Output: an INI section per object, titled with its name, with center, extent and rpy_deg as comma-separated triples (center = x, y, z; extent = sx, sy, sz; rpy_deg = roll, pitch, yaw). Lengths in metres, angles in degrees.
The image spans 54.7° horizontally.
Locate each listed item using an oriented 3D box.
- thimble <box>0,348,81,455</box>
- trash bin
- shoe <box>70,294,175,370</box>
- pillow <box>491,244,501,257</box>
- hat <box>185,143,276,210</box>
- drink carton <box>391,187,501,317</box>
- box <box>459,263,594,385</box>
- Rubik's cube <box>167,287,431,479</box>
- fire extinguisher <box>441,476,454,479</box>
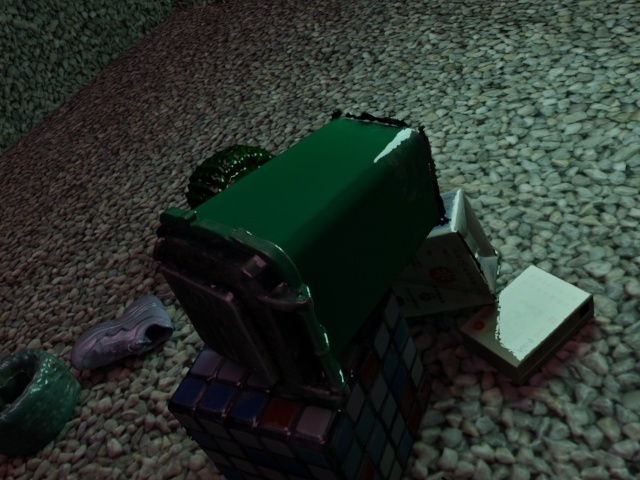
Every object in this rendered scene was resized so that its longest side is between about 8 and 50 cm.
[thimble]
center = -0.652, 0.355, 1.368
extent = 0.235, 0.143, 0.198
rpy_deg = -38, 41, -14
[trash bin]
center = 0.000, 0.000, 0.871
extent = 0.295, 0.259, 0.381
rpy_deg = 19, 52, 41
[shoe]
center = -0.453, 0.233, 1.436
extent = 0.245, 0.095, 0.138
rpy_deg = -35, 36, -22
[pillow]
center = 0.276, 0.008, 1.336
extent = 0.131, 0.038, 0.232
rpy_deg = -33, 41, -5
[hat]
center = -0.146, -0.116, 1.549
extent = 0.332, 0.242, 0.274
rpy_deg = 13, 50, 34
[drink carton]
center = 0.161, 0.041, 1.195
extent = 0.325, 0.194, 0.132
rpy_deg = -15, 35, 31
[box]
center = 0.371, 0.146, 1.112
extent = 0.201, 0.058, 0.141
rpy_deg = -39, 40, -17
[Rubik's cube]
center = -0.016, 0.255, 1.014
extent = 0.293, 0.292, 0.287
rpy_deg = 2, 46, 31
[fire extinguisher]
center = 0.265, 0.392, 0.916
extent = 0.173, 0.035, 0.049
rpy_deg = 4, 85, 32
